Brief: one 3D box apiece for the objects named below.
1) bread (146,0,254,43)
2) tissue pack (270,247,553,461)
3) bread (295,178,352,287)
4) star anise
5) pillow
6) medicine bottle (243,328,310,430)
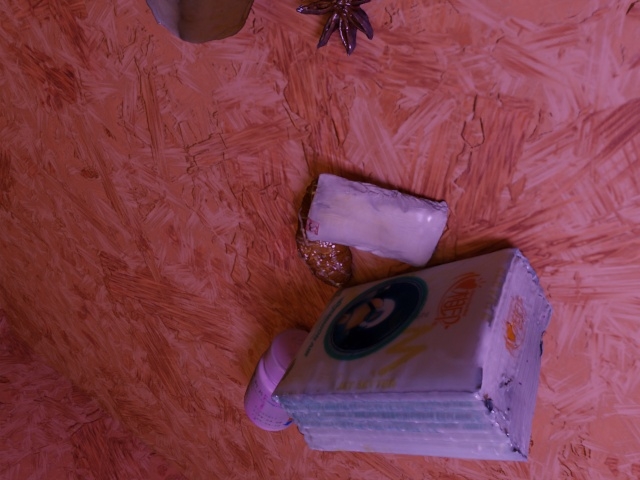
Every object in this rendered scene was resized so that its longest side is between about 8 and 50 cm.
[{"bbox_3d":[-0.145,-0.476,0.578,0.300,0.210,0.341,57,152,3],"label":"bread"},{"bbox_3d":[0.138,0.183,0.751,0.388,0.287,0.162,-20,114,42],"label":"tissue pack"},{"bbox_3d":[0.000,0.000,0.891,0.105,0.076,0.232,4,117,33],"label":"bread"},{"bbox_3d":[0.033,-0.339,0.678,0.141,0.042,0.141,16,123,25],"label":"star anise"},{"bbox_3d":[0.091,-0.032,0.792,0.229,0.051,0.128,15,116,10],"label":"pillow"},{"bbox_3d":[-0.087,0.331,1.105,0.152,0.152,0.254,35,132,14],"label":"medicine bottle"}]
